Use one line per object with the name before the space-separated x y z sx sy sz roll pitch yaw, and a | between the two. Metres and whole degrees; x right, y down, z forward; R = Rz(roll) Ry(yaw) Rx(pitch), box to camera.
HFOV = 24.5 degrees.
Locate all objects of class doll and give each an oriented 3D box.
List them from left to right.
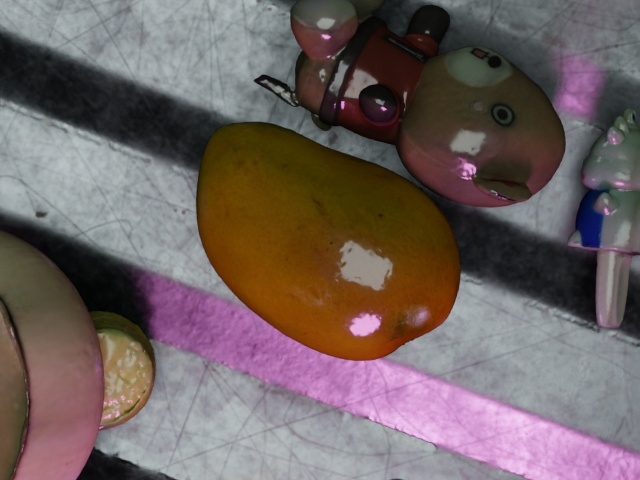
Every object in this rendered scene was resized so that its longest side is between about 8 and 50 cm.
doll | 0.104 -0.148 1.579 0.330 0.235 0.174 29 119 7

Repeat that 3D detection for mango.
mango | 0.000 0.000 1.578 0.317 0.173 0.211 34 97 6

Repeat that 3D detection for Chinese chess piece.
Chinese chess piece | -0.386 0.148 1.519 0.338 0.140 0.338 1 92 27

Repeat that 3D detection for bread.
bread | -0.233 0.144 1.598 0.111 0.114 0.129 -1 93 -9

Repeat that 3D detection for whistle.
whistle | 0.327 -0.026 1.628 0.092 0.110 0.245 7 90 30
